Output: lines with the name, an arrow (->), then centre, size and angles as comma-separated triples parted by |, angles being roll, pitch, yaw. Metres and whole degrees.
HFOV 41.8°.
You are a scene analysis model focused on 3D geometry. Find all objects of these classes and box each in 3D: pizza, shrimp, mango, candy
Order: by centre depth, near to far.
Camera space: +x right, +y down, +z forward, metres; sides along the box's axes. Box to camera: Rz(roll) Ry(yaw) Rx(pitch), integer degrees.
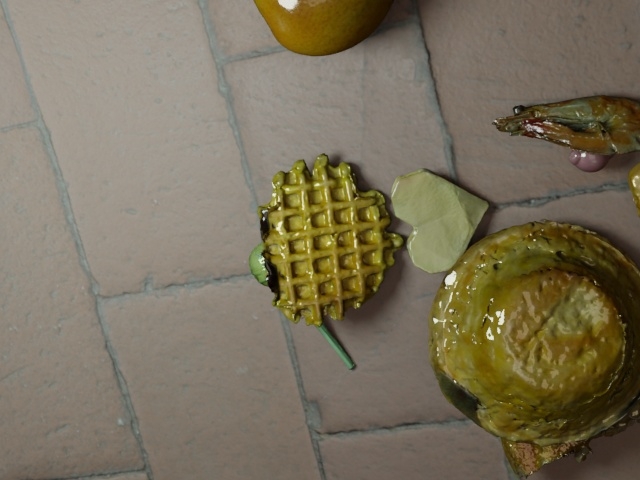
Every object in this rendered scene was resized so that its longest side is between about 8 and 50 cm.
mango -> 0.032, -0.504, 1.458 | 0.263, 0.221, 0.378 | 37, 98, 3
shrimp -> 0.457, -0.205, 1.512 | 0.294, 0.154, 0.062 | 2, 135, 20
pizza -> 0.499, 0.352, 1.687 | 0.296, 0.071, 0.189 | -27, 82, 11
candy -> -0.029, 0.141, 1.724 | 0.093, 0.092, 0.336 | -41, 106, -19

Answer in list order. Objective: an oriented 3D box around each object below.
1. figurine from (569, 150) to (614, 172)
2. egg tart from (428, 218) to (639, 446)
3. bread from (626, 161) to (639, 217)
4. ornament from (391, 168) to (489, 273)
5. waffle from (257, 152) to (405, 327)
figurine -> 0.500, -0.159, 1.542 | 0.083, 0.071, 0.067 | -1, 123, 13
egg tart -> 0.423, 0.179, 1.552 | 0.442, 0.178, 0.444 | 0, 90, 4
bread -> 0.703, -0.137, 1.504 | 0.305, 0.091, 0.142 | -28, 93, 16
ornament -> 0.241, -0.048, 1.629 | 0.180, 0.059, 0.201 | -18, 100, 7
waffle -> 0.001, 0.000, 1.636 | 0.307, 0.060, 0.312 | -41, 97, -7
